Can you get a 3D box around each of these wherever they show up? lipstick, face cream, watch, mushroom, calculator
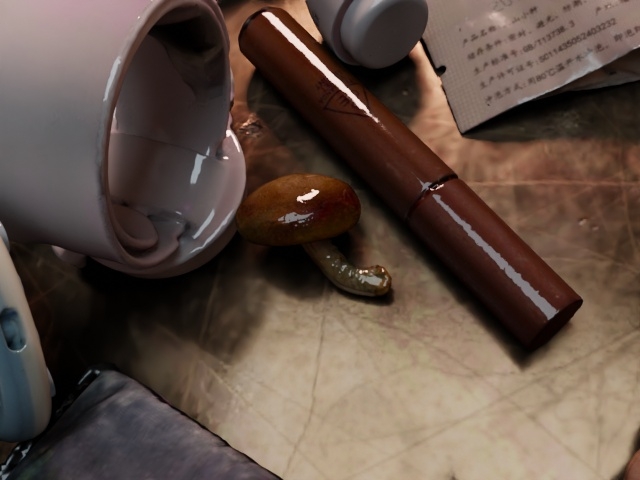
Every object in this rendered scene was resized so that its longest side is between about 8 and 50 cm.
[{"bbox_3d":[0.056,-0.062,0.668,0.057,0.057,0.357,-37,66,-8],"label":"lipstick"},{"bbox_3d":[0.035,-0.197,0.714,0.091,0.091,0.095,-33,57,-7],"label":"face cream"},{"bbox_3d":[-0.158,-0.105,0.625,0.196,0.231,0.244,12,72,15],"label":"watch"},{"bbox_3d":[0.004,-0.010,0.647,0.129,0.088,0.073,30,101,2],"label":"mushroom"},{"bbox_3d":[-0.243,0.038,0.575,0.042,0.302,0.188,-23,105,-32],"label":"calculator"}]

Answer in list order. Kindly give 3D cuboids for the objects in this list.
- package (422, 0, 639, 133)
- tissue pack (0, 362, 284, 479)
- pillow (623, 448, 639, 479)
[{"bbox_3d":[0.202,-0.218,0.714,0.251,0.062,0.204,-20,63,4],"label":"package"},{"bbox_3d":[-0.102,0.221,0.427,0.259,0.122,0.361,-50,27,-16],"label":"tissue pack"},{"bbox_3d":[0.262,0.209,0.498,0.223,0.084,0.236,34,77,19],"label":"pillow"}]
